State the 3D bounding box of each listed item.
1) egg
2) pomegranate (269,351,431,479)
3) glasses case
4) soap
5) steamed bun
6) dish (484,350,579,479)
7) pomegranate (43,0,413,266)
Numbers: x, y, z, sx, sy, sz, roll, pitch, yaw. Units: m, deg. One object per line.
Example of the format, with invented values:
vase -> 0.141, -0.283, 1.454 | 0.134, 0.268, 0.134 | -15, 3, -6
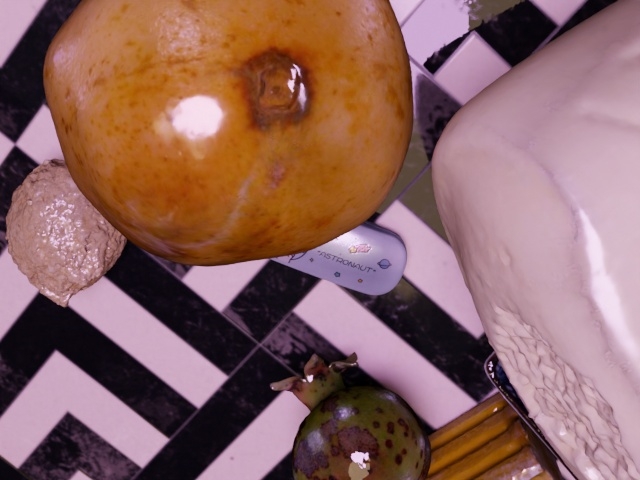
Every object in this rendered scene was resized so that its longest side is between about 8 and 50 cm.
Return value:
egg -> -0.250, -0.011, 0.724 | 0.116, 0.118, 0.140 | 2, 117, -12
pomegranate -> 0.035, 0.191, 0.724 | 0.148, 0.148, 0.169 | -23, 73, 12
glasses case -> 0.000, 0.000, 0.739 | 0.178, 0.045, 0.067 | 20, 108, -1
soap -> 0.129, 0.264, 0.759 | 0.232, 0.140, 0.073 | -36, 101, 15
steamed bun -> 0.313, 0.034, 0.547 | 0.371, 0.290, 0.456 | -31, 92, -9
dish -> 0.287, 0.148, 0.726 | 0.182, 0.080, 0.243 | -40, 96, -5
pomegranate -> -0.069, -0.109, 0.582 | 0.307, 0.307, 0.307 | 2, 108, 5
